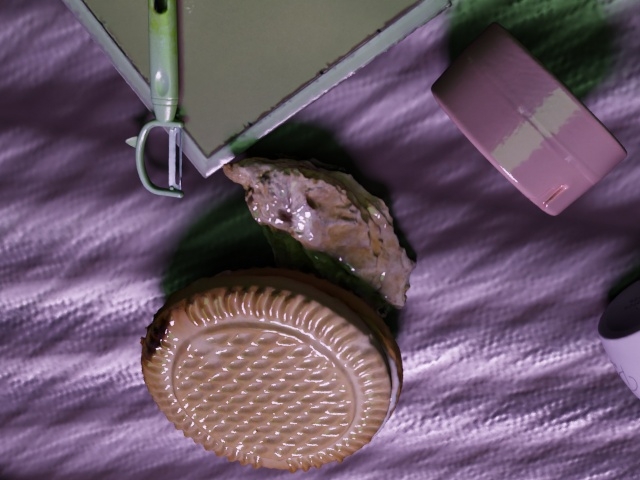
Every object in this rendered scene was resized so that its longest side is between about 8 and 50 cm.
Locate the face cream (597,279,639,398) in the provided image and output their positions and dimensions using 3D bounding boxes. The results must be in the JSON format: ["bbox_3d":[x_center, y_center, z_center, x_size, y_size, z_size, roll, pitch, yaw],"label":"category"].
[{"bbox_3d":[0.328,0.095,0.663,0.104,0.117,0.117,44,107,-5],"label":"face cream"}]

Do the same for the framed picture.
[{"bbox_3d":[-0.059,-0.210,0.607,0.274,0.017,0.217,-31,108,13],"label":"framed picture"}]

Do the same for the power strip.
[{"bbox_3d":[0.165,-0.099,0.574,0.154,0.154,0.078,40,111,-13],"label":"power strip"}]

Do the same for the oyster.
[{"bbox_3d":[0.010,0.001,0.662,0.133,0.072,0.209,-17,112,12],"label":"oyster"}]

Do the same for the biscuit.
[{"bbox_3d":[-0.046,0.130,0.687,0.259,0.079,0.259,5,125,7],"label":"biscuit"}]

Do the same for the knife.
[{"bbox_3d":[-0.145,-0.141,0.621,0.054,0.015,0.212,8,113,7],"label":"knife"}]
